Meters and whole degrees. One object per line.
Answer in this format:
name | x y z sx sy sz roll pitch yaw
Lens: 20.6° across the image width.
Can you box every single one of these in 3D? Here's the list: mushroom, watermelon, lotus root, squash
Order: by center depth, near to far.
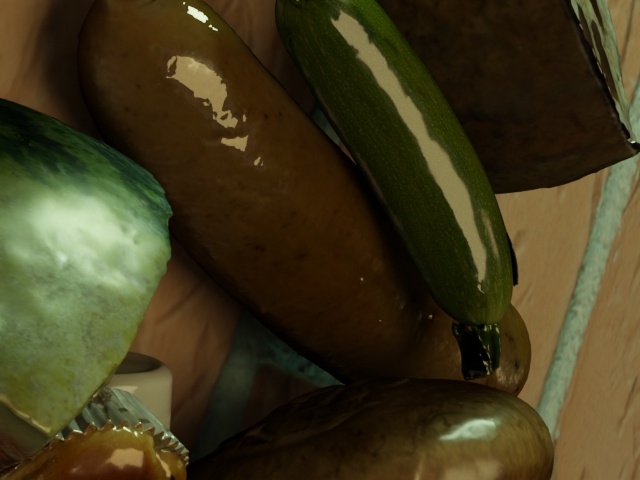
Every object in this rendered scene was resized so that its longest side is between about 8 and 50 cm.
watermelon | -0.185 0.033 0.923 0.193 0.232 0.310 53 15 -38
squash | 0.051 -0.058 1.101 0.080 0.071 0.318 -39 113 -26
mushroom | 0.019 0.164 1.133 0.278 0.278 0.146 -4 78 -49
lotus root | 0.103 -0.160 1.205 0.272 0.192 0.272 46 33 -42

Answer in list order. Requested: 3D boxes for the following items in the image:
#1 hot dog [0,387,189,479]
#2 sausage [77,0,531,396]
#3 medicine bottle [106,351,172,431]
hot dog | -0.169 0.176 0.960 0.253 0.069 0.131 -45 145 19
sausage | -0.001 0.002 1.167 0.501 0.123 0.136 42 64 -45
medicine bottle | -0.144 0.199 1.064 0.095 0.095 0.260 0 98 -50
